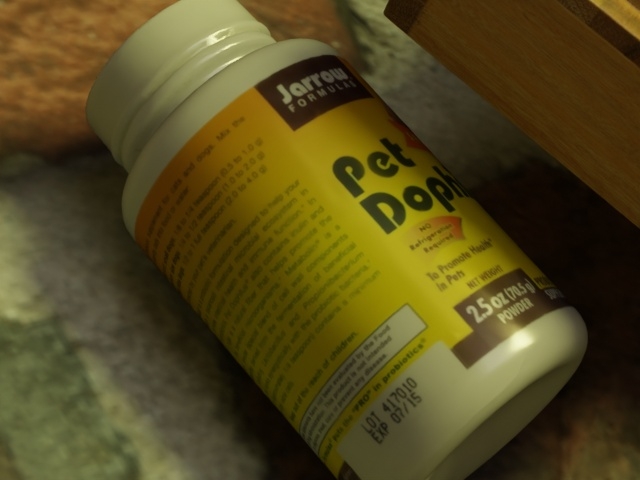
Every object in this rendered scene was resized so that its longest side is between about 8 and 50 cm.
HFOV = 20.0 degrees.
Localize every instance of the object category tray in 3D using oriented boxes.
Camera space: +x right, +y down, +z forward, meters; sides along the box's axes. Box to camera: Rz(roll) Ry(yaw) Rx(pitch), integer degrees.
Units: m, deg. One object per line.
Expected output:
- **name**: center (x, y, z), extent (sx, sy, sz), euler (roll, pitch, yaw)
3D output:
- **tray**: center (0.224, -0.135, 0.814), extent (0.203, 0.076, 0.411), euler (41, 45, 10)

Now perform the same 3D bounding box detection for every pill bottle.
- **pill bottle**: center (0.000, 0.000, 0.743), extent (0.117, 0.117, 0.215), euler (-27, 68, -42)
